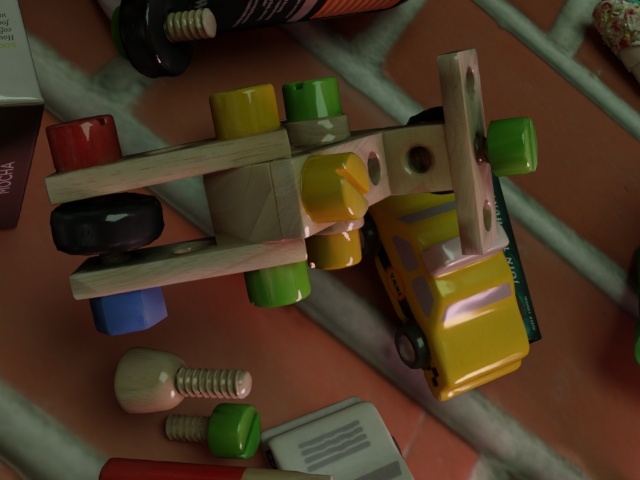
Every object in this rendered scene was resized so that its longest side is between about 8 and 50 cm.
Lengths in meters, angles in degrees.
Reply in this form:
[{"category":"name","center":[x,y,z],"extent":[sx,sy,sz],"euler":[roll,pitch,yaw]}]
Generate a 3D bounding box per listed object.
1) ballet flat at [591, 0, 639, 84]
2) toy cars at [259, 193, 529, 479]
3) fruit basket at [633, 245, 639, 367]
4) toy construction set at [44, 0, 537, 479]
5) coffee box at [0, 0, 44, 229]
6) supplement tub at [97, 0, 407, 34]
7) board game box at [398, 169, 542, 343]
[{"category":"ballet flat","center":[0.407,-0.192,0.894],"extent":[0.241,0.091,0.077],"euler":[23,81,-11]},{"category":"toy cars","center":[0.064,0.105,0.551],"extent":[0.177,0.087,0.393],"euler":[22,65,-8]},{"category":"fruit basket","center":[0.456,0.117,0.641],"extent":[0.392,0.283,0.392],"euler":[27,27,-15]},{"category":"toy construction set","center":[0.000,0.000,0.465],"extent":[0.237,0.257,0.308],"euler":[0,78,20]},{"category":"coffee box","center":[-0.268,-0.162,0.486],"extent":[0.119,0.168,0.297],"euler":[-10,71,-30]},{"category":"supplement tub","center":[-0.024,-0.276,0.647],"extent":[0.316,0.193,0.193],"euler":[-18,76,-33]},{"category":"board game box","center":[0.112,0.001,0.683],"extent":[0.126,0.026,0.186],"euler":[0,67,-27]}]
